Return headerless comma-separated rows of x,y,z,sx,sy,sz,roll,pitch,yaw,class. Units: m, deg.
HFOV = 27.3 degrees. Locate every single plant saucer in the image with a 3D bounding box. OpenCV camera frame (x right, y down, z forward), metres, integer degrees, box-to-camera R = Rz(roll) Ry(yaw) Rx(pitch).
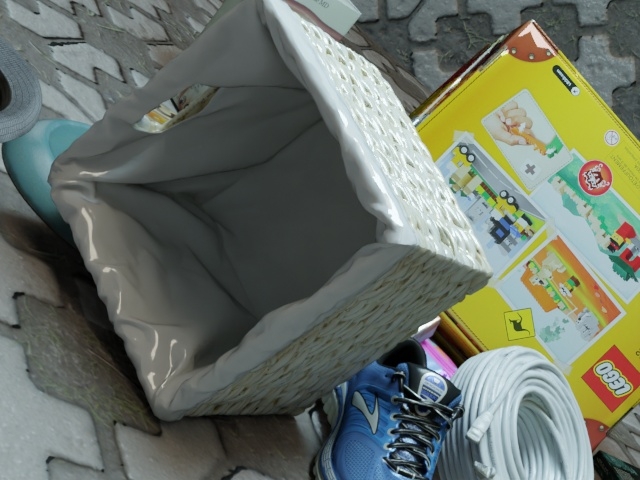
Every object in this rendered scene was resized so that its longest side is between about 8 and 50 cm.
-0.240,-0.050,1.610,0.317,0.044,0.317,37,17,-13,plant saucer

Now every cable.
0.242,0.260,1.614,0.257,0.089,0.257,56,38,-21,cable

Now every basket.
-0.051,-0.022,1.401,0.266,0.328,0.331,16,41,-60,basket

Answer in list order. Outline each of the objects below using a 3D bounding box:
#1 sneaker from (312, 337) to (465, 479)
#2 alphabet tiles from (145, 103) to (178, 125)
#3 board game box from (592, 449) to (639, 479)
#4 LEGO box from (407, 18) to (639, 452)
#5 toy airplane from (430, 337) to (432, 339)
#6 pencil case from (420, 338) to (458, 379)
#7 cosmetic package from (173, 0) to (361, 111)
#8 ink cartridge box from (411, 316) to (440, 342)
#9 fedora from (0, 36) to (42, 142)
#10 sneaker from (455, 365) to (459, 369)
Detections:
0.080,0.210,1.457,0.129,0.147,0.330,33,23,-20,sneaker
-0.112,-0.098,1.922,0.342,0.011,0.285,31,16,-9,alphabet tiles
0.518,0.407,2.082,0.186,0.026,0.126,27,21,-35,board game box
0.300,0.006,1.858,0.500,0.372,0.193,49,-9,-4,LEGO box
0.144,0.132,1.956,0.151,0.028,0.151,44,29,-32,toy airplane
0.124,0.173,1.725,0.236,0.104,0.104,50,20,25,pencil case
-0.095,-0.305,2.099,0.153,0.296,0.129,24,22,-39,cosmetic package
0.041,0.095,1.677,0.179,0.045,0.145,-25,62,-33,ink cartridge box
-0.422,-0.149,1.340,0.243,0.124,0.275,37,19,-9,fedora
0.284,0.237,1.981,0.089,0.051,0.170,17,24,-51,sneaker
